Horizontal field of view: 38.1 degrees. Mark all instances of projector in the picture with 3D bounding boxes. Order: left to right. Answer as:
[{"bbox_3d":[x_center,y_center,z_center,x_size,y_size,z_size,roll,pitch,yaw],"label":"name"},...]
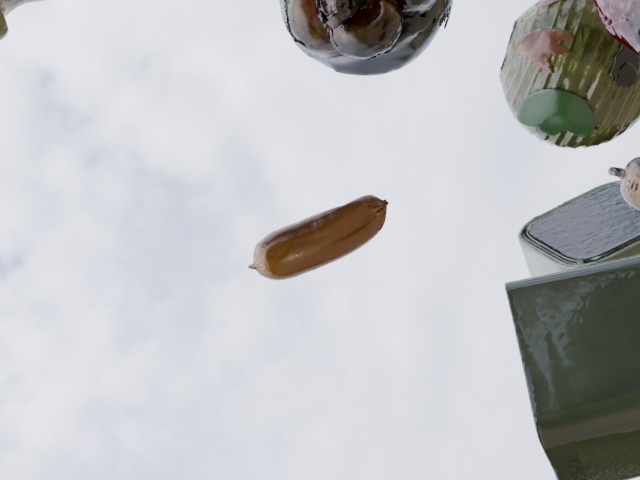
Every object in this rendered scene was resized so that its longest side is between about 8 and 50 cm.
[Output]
[{"bbox_3d":[0.513,0.069,1.586,0.248,0.248,0.249,-26,-69,-7],"label":"projector"}]

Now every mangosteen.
[{"bbox_3d":[0.095,-0.540,1.933,0.421,0.381,0.380,29,-111,-84],"label":"mangosteen"}]

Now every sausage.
[{"bbox_3d":[0.000,0.000,1.088,0.183,0.054,0.062,-21,-62,0],"label":"sausage"}]

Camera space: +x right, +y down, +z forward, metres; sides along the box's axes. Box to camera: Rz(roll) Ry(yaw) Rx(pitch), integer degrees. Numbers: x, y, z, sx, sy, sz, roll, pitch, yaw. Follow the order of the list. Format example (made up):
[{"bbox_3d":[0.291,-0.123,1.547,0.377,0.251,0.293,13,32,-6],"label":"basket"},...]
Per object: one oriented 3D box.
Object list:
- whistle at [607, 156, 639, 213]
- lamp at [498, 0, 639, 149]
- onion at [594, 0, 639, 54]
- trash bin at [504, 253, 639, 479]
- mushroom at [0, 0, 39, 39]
[{"bbox_3d":[0.392,-0.037,0.909,0.107,0.220,0.057,-33,-45,-60],"label":"whistle"},{"bbox_3d":[0.414,-0.249,1.396,0.250,0.284,0.250,21,-90,-85],"label":"lamp"},{"bbox_3d":[0.461,-0.362,1.025,0.286,0.348,0.347,-3,-83,-27],"label":"onion"},{"bbox_3d":[0.293,0.097,0.771,0.122,0.241,0.164,58,-158,-45],"label":"trash bin"},{"bbox_3d":[-0.280,-0.335,1.064,0.329,0.159,0.122,-33,-97,-27],"label":"mushroom"}]
